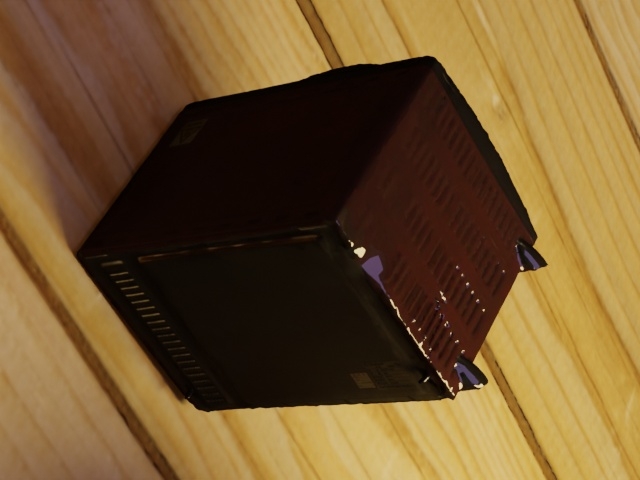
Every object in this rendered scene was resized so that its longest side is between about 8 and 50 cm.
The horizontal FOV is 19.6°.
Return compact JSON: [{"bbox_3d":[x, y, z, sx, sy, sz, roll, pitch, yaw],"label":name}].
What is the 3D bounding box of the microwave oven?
[{"bbox_3d":[-0.001,0.000,1.267,0.178,0.247,0.188,58,44,-27],"label":"microwave oven"}]
